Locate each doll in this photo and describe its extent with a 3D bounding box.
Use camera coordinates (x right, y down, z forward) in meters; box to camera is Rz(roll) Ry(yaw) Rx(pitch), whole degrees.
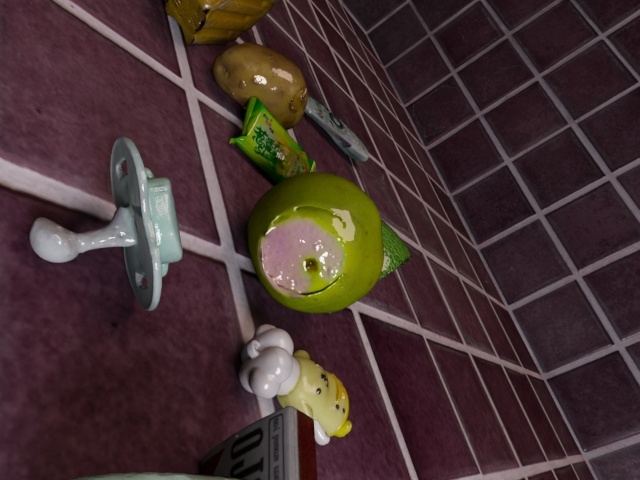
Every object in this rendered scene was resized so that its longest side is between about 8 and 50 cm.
[{"bbox_3d":[-0.025,0.158,0.589,0.162,0.062,0.106,44,21,-30],"label":"doll"}]

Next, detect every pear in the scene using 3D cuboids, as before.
[{"bbox_3d":[0.000,0.000,0.709,0.187,0.187,0.219,59,12,2],"label":"pear"}]

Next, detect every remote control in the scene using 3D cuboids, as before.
[{"bbox_3d":[0.035,-0.276,1.330,0.256,0.045,0.097,36,29,-37],"label":"remote control"}]

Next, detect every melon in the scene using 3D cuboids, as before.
[{"bbox_3d":[0.056,-0.003,0.900,0.169,0.129,0.265,57,22,5],"label":"melon"}]

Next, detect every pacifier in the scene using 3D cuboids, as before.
[{"bbox_3d":[-0.183,-0.010,0.455,0.116,0.126,0.150,-12,99,-29],"label":"pacifier"}]

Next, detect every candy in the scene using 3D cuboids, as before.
[{"bbox_3d":[-0.070,-0.146,0.895,0.178,0.032,0.102,44,53,-36],"label":"candy"}]

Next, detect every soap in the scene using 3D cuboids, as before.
[{"bbox_3d":[-0.168,-0.410,0.909,0.080,0.160,0.257,53,21,-8],"label":"soap"}]

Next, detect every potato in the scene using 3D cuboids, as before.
[{"bbox_3d":[-0.097,-0.271,0.925,0.176,0.137,0.137,38,29,-37],"label":"potato"}]

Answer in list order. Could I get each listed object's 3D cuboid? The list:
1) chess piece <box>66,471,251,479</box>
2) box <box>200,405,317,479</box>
[{"bbox_3d":[-0.089,0.263,0.252,0.139,0.139,0.272,36,40,-44],"label":"chess piece"},{"bbox_3d":[-0.049,0.222,0.377,0.036,0.115,0.177,37,28,-30],"label":"box"}]
